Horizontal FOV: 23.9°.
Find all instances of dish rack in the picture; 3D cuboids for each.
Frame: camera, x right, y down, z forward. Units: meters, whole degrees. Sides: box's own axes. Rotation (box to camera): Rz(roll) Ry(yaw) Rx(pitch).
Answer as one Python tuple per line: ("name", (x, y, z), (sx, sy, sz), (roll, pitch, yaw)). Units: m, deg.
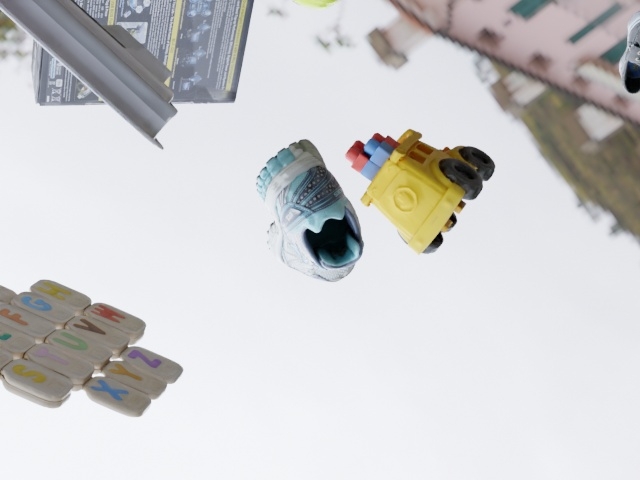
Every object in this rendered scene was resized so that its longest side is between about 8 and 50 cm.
("dish rack", (-0.274, -0.238, 1.527), (0.333, 0.072, 0.285), (43, 180, -21))

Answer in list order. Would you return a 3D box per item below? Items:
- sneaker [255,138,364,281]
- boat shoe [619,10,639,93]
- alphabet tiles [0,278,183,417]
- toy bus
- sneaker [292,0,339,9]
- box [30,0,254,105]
("sneaker", (0.000, 0.000, 1.836), (0.122, 0.110, 0.283), (53, 175, 27))
("boat shoe", (0.396, -0.231, 1.854), (0.142, 0.049, 0.040), (88, -176, -63))
("alphabet tiles", (-0.294, 0.106, 1.643), (0.278, 0.021, 0.284), (23, -163, 7))
("toy bus", (0.148, -0.106, 2.417), (0.211, 0.149, 0.220), (36, -152, 5))
("sneaker", (-0.055, -0.396, 2.057), (0.300, 0.121, 0.111), (3, -102, -38))
("box", (-0.256, -0.371, 2.232), (0.318, 0.395, 0.097), (-2, -133, -16))
